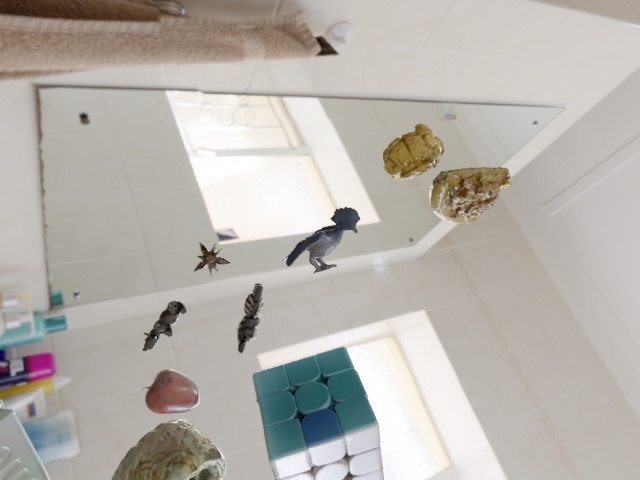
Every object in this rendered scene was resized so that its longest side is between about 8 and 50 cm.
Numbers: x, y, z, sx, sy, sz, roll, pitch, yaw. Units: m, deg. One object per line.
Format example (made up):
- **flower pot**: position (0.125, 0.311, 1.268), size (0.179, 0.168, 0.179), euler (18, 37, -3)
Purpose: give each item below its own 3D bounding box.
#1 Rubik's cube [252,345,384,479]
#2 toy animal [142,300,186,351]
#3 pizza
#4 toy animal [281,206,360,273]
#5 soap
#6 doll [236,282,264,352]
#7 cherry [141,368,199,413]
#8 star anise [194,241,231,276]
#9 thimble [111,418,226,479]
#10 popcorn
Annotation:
- **Rubik's cube**: position (-0.007, 0.528, 1.363), size (0.292, 0.290, 0.291), euler (-115, -166, -54)
- **toy animal**: position (-0.358, 0.195, 1.099), size (0.136, 0.047, 0.065), euler (-57, -156, -7)
- **pizza**: position (0.436, -0.122, 1.532), size (0.268, 0.257, 0.087), euler (110, -28, -59)
- **toy animal**: position (0.000, 0.000, 1.367), size (0.255, 0.239, 0.176), euler (-6, -81, 19)
- **soap**: position (-0.752, 0.537, 1.116), size (0.095, 0.173, 0.290), euler (11, -59, 31)
- **doll**: position (-0.216, 0.241, 1.503), size (0.091, 0.067, 0.219), euler (-150, -103, -73)
- **cherry**: position (-0.346, 0.348, 1.126), size (0.106, 0.126, 0.087), euler (-116, -145, -48)
- **star anise**: position (-0.383, 0.070, 1.739), size (0.056, 0.129, 0.124), euler (106, -8, -84)
- **thimble**: position (-0.415, 0.651, 1.310), size (0.195, 0.291, 0.291), euler (29, -58, 30)
- **popcorn**: position (0.296, -0.268, 1.512), size (0.163, 0.194, 0.140), euler (107, -37, -71)
